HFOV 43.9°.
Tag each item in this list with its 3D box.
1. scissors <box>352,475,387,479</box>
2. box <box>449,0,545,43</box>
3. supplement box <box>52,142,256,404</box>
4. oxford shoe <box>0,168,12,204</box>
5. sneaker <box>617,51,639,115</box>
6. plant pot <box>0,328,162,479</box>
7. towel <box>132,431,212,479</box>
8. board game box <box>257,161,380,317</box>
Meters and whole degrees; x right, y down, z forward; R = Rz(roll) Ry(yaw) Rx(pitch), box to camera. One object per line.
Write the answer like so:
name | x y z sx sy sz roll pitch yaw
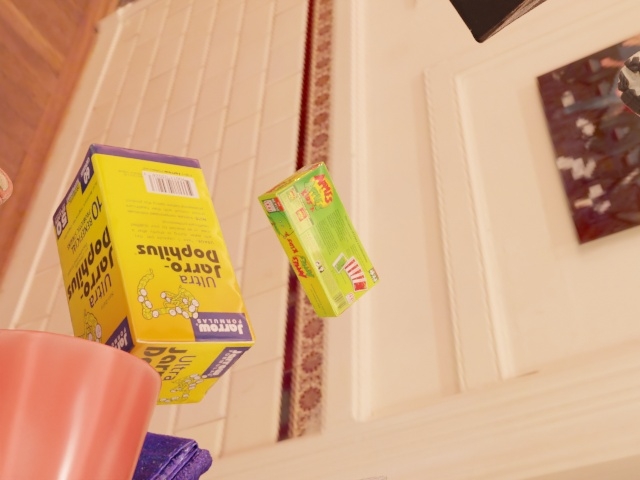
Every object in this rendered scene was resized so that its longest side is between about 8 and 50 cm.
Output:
scissors | -0.070 0.277 0.833 0.021 0.297 0.109 62 8 -14
box | 0.192 -0.318 0.687 0.261 0.103 0.184 -36 89 -28
supplement box | -0.269 0.054 1.229 0.195 0.194 0.357 5 50 -38
oxford shoe | -0.677 -0.027 1.237 0.397 0.146 0.140 -26 72 -44
sneaker | 0.530 -0.176 1.054 0.275 0.110 0.107 52 -28 30
plant pot | -0.340 0.264 0.935 0.275 0.275 0.243 41 43 -48
towel | -0.350 0.423 1.320 0.308 0.227 0.076 -42 131 -53
board game box | 0.000 0.000 1.039 0.092 0.043 0.181 -37 108 -36
